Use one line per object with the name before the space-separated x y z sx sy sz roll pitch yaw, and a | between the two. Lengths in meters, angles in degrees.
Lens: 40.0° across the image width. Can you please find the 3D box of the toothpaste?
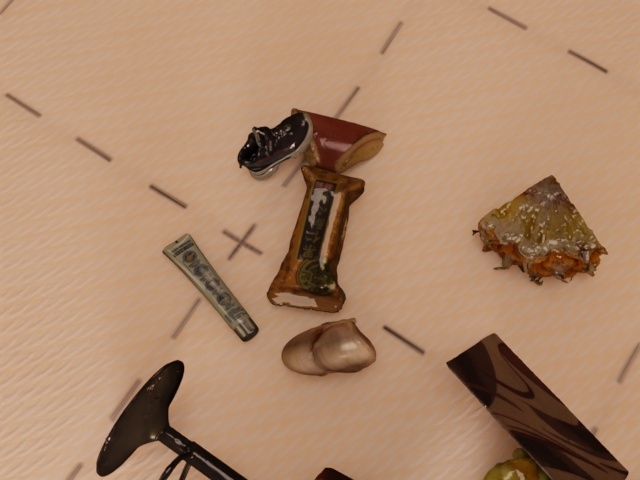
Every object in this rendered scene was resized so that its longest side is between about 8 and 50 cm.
toothpaste | -0.198 0.085 1.608 0.062 0.039 0.239 -37 73 -16

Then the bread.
bread | 0.026 -0.188 1.675 0.192 0.067 0.119 12 47 3

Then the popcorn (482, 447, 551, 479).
popcorn | 0.330 0.467 1.382 0.259 0.259 0.212 37 111 12

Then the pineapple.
pineapple | 0.403 -0.020 1.603 0.236 0.114 0.186 20 72 10

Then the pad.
pad | 0.364 0.297 1.456 0.330 0.220 0.004 47 119 17

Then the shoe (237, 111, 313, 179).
shoe | -0.095 -0.184 1.637 0.169 0.099 0.071 -38 60 22

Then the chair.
chair | -0.131 0.389 1.405 0.401 0.226 0.226 31 74 10

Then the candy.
candy | 0.000 0.000 1.607 0.143 0.101 0.271 12 77 12

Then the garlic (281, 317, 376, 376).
garlic | 0.015 0.194 1.532 0.174 0.124 0.099 -16 86 23
